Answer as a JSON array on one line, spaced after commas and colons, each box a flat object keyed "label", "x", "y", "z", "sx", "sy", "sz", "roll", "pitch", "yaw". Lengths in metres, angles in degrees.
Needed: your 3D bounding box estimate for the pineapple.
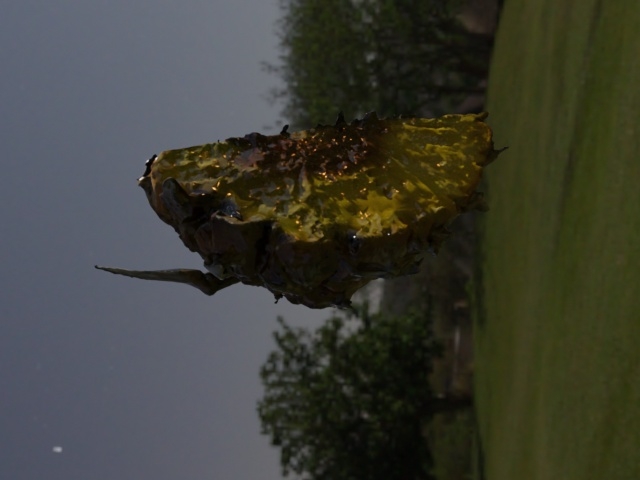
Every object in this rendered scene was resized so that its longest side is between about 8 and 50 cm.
[{"label": "pineapple", "x": 0.000, "y": 0.004, "z": 0.879, "sx": 0.158, "sy": 0.335, "sz": 0.161, "roll": 110, "pitch": 145, "yaw": -45}]
